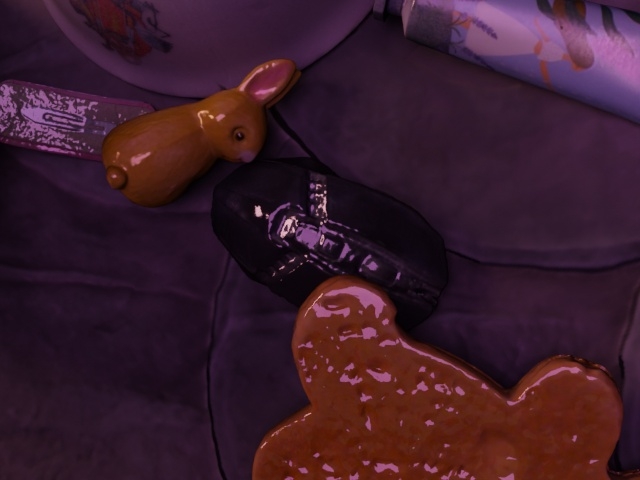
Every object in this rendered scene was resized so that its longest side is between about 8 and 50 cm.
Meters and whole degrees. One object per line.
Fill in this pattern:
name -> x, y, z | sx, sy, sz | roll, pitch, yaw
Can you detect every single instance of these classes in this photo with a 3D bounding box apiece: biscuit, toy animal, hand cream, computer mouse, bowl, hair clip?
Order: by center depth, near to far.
biscuit -> 0.122, 0.171, 0.647 | 0.339, 0.047, 0.216 | 20, 100, 6
hand cream -> 0.164, -0.144, 0.664 | 0.256, 0.055, 0.088 | 19, 96, 7
bowl -> -0.103, -0.288, 0.674 | 0.345, 0.157, 0.346 | -1, 87, 12
computer mouse -> 0.000, 0.000, 0.684 | 0.192, 0.062, 0.106 | 26, 94, 14
toy animal -> -0.082, -0.083, 0.694 | 0.159, 0.083, 0.070 | -27, 95, 3
hair clip -> -0.199, -0.095, 0.753 | 0.137, 0.022, 0.054 | 9, 90, 4
